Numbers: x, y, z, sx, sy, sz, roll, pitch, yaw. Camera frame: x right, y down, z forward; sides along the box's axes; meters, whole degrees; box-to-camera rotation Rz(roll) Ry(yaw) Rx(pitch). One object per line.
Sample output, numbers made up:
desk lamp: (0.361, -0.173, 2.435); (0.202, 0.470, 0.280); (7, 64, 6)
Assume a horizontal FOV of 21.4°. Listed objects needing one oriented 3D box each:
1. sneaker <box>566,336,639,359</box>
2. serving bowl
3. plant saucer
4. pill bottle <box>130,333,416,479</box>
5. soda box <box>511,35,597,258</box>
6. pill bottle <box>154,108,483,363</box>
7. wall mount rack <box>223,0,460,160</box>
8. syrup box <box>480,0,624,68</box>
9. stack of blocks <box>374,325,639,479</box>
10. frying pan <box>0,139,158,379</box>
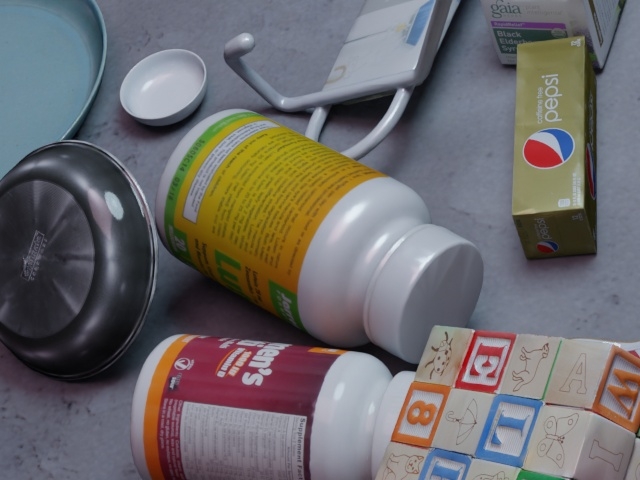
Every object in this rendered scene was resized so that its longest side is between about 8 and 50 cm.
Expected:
sneaker: (0.222, 0.105, 1.212); (0.118, 0.042, 0.067); (-2, 49, 28)
serving bowl: (-0.139, -0.134, 1.536); (0.083, 0.027, 0.083); (-10, 51, 12)
plant saucer: (-0.344, -0.135, 1.603); (0.318, 0.043, 0.317); (-10, 51, 13)
pill bottle: (-0.016, 0.136, 1.223); (0.221, 0.121, 0.121); (4, 56, 23)
soda box: (0.188, -0.077, 1.350); (0.058, 0.061, 0.181); (-6, 52, 16)
pill bottle: (0.000, 0.000, 1.311); (0.246, 0.136, 0.136); (28, 67, 34)
wall mount rack: (0.075, -0.235, 1.421); (0.304, 0.130, 0.350); (-10, 47, 46)
syrup box: (0.220, -0.265, 1.461); (0.093, 0.096, 0.237); (6, 57, 26)
stack of blocks: (0.104, 0.209, 1.059); (0.171, 0.087, 0.297); (3, 68, 54)
frying pan: (-0.251, -0.032, 1.402); (0.197, 0.053, 0.326); (-48, 65, 24)
